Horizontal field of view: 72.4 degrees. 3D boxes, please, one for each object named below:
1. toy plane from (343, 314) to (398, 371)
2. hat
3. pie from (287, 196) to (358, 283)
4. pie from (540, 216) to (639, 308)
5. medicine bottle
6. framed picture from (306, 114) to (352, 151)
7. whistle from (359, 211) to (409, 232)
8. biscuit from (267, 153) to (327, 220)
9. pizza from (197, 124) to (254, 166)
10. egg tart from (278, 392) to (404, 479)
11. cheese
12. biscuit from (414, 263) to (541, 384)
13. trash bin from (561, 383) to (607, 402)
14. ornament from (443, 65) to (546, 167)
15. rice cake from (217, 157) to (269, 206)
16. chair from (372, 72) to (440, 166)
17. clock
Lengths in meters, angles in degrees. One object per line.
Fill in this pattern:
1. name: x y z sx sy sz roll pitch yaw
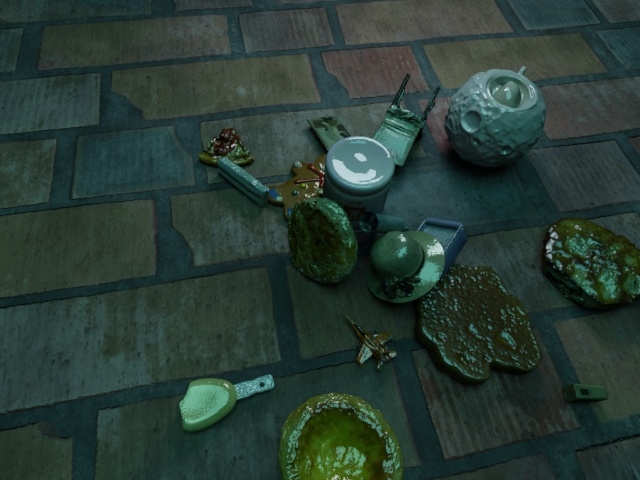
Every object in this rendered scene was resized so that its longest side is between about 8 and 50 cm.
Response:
1. toy plane: 0.134 0.287 1.267 0.135 0.062 0.188 -37 55 -21
2. hat: 0.221 0.047 1.290 0.257 0.130 0.257 -22 46 26
3. pie: 0.000 0.000 1.311 0.274 0.274 0.055 44 37 19
4. pie: 0.882 0.071 1.404 0.288 0.103 0.354 -37 64 -21
5. medicine bottle: 0.106 -0.144 1.357 0.202 0.316 0.202 1 59 -2
6. framed picture: 0.050 -0.398 1.653 0.135 0.010 0.201 -15 61 -29
7. whistle: 0.204 -0.051 1.346 0.062 0.312 0.062 0 90 28
8. biscuit: -0.037 -0.207 1.541 0.324 0.049 0.205 -38 68 -24
9. pizza: -0.348 -0.351 1.596 0.200 0.053 0.193 -6 61 -7
10. egg tart: 0.044 0.538 1.073 0.318 0.128 0.319 3 59 -4
11. cheese: -0.250 0.412 1.171 0.255 0.050 0.127 -15 61 -14
12. biscuit: 0.463 0.247 1.294 0.359 0.074 0.381 -40 71 -23
13. trash bin: 0.734 0.426 1.217 0.092 0.061 0.043 3 60 -5
14. ornament: 0.610 -0.421 1.552 0.336 0.337 0.338 2 60 -3
15. rice cake: -0.267 -0.203 1.501 0.226 0.085 0.040 37 57 17
16. chair: 0.304 -0.422 1.618 0.160 0.186 0.319 26 92 7
17. clock: 0.354 0.022 1.380 0.144 0.073 0.193 13 54 44
